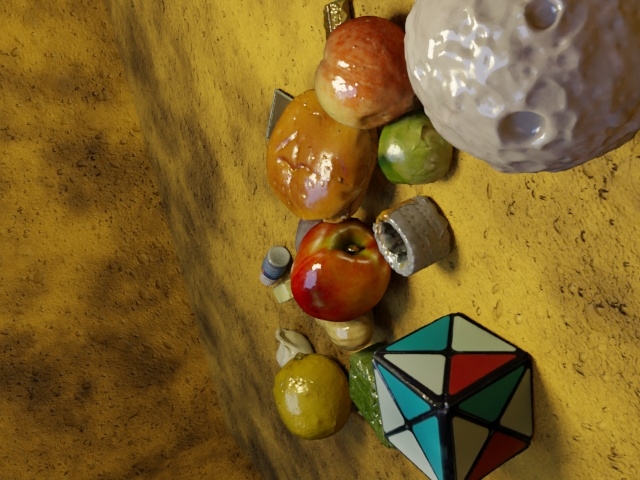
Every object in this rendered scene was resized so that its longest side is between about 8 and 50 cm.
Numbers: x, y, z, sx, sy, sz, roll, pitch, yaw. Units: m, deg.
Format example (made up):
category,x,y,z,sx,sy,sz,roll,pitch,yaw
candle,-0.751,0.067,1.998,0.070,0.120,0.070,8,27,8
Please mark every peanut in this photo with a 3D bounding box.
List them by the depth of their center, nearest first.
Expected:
category,x,y,z,sx,sy,sz,roll,pitch,yaw
peanut,0.067,0.209,1.987,0.319,0.147,0.148,-141,34,-68

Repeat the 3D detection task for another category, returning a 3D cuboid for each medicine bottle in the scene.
category,x,y,z,sx,sy,sz,roll,pitch,yaw
medicine bottle,-0.159,0.090,2.435,0.083,0.083,0.203,61,158,15

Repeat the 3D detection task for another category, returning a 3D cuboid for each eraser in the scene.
category,x,y,z,sx,sy,sz,roll,pitch,yaw
eraser,-0.047,0.125,2.110,0.058,0.172,0.117,65,156,2

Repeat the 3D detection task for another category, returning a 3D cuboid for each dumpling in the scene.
category,x,y,z,sx,sy,sz,roll,pitch,yaw
dumpling,-0.084,0.403,2.538,0.252,0.131,0.179,53,-178,-21

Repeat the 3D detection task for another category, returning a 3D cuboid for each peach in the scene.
category,x,y,z,sx,sy,sz,roll,pitch,yaw
peach,0.103,-0.314,1.381,0.232,0.232,0.233,47,149,39
peach,0.037,0.090,1.784,0.248,0.245,0.275,45,146,23

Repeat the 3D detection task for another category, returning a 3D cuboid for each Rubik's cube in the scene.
category,x,y,z,sx,sy,sz,roll,pitch,yaw
Rubik's cube,0.279,0.336,1.511,0.248,0.250,0.246,28,135,53

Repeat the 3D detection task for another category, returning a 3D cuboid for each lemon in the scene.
category,x,y,z,sx,sy,sz,roll,pitch,yaw
lemon,-0.023,0.505,2.304,0.260,0.260,0.284,17,101,61

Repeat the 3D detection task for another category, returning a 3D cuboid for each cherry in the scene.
category,x,y,z,sx,sy,sz,roll,pitch,yaw
cherry,0.000,0.002,1.953,0.176,0.140,0.176,177,90,-83

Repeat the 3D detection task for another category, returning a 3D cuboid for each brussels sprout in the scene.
category,x,y,z,sx,sy,sz,roll,pitch,yaw
brussels sprout,0.179,-0.177,1.424,0.149,0.122,0.152,-6,104,69

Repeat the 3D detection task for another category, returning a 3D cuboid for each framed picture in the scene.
category,x,y,z,sx,sy,sz,roll,pitch,yaw
framed picture,-0.088,-0.313,1.931,0.203,0.015,0.150,41,125,50

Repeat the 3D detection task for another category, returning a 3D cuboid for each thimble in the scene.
category,x,y,z,sx,sy,sz,roll,pitch,yaw
thimble,0.198,-0.011,1.536,0.151,0.117,0.127,62,156,9

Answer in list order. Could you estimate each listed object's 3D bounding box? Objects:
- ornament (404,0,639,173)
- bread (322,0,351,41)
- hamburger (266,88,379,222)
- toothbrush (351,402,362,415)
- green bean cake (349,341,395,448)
category,x,y,z,sx,sy,sz,roll,pitch,yaw
ornament,0.264,-0.247,0.897,0.337,0.337,0.337,47,149,39
bread,0.038,-0.467,1.551,0.066,0.060,0.110,8,124,30
hamburger,0.008,-0.200,1.656,0.290,0.170,0.314,35,113,38
toothbrush,0.153,0.544,2.240,0.294,0.026,0.028,174,90,-66
green bean cake,0.179,0.430,1.959,0.248,0.125,0.222,46,149,40
